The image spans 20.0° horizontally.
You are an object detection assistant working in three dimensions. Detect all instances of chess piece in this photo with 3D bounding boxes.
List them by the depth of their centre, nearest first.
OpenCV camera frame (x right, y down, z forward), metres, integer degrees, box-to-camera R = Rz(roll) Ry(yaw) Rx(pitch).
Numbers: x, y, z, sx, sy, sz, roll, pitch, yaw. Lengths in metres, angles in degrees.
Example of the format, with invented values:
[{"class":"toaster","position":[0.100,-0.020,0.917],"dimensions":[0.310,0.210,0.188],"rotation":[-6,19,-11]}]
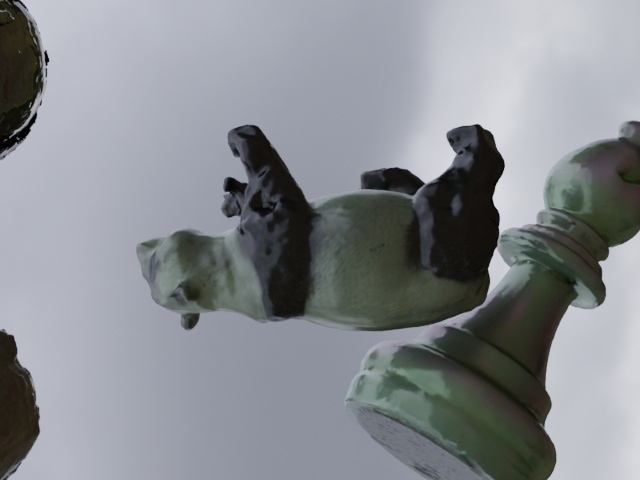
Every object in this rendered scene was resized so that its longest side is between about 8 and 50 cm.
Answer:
[{"class":"chess piece","position":[0.141,0.032,1.169],"dimensions":[0.272,0.139,0.139],"rotation":[-55,-33,-14]}]

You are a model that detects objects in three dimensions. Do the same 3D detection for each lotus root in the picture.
[{"class":"lotus root","position":[-0.384,-0.145,1.691],"dimensions":[0.397,0.179,0.196],"rotation":[-43,-45,-66]}]

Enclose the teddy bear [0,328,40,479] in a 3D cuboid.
[{"class":"teddy bear","position":[-0.384,0.185,1.682],"dimensions":[0.267,0.151,0.236],"rotation":[-37,-38,-45]}]

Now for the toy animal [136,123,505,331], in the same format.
[{"class":"toy animal","position":[0.000,0.000,1.105],"dimensions":[0.094,0.225,0.121],"rotation":[95,174,-64]}]
